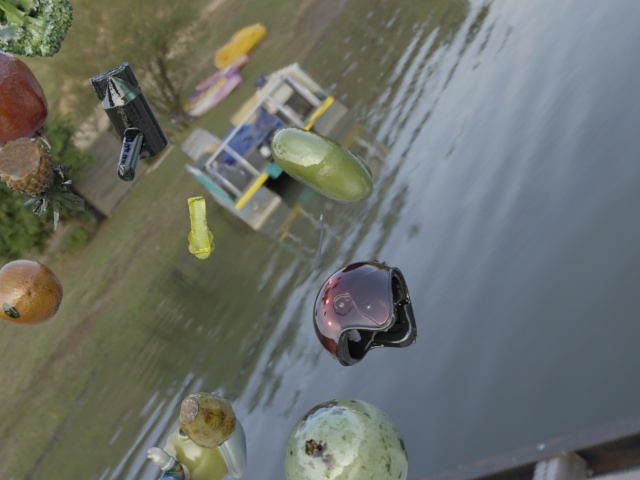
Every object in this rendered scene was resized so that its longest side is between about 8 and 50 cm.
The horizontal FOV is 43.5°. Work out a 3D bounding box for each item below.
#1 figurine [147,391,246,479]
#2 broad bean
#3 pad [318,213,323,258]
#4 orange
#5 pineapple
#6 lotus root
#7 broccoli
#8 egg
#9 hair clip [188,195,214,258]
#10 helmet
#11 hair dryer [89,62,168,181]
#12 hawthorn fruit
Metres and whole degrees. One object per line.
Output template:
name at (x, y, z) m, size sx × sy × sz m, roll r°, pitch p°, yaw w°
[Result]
figurine at (-0.315, 0.569, 1.941) m, size 0.382 × 0.205 × 0.225 m, roll -51°, pitch -30°, yaw -42°
broad bean at (0.013, -0.164, 1.788) m, size 0.238 × 0.291 × 0.119 m, roll 37°, pitch 98°, yaw 36°
pad at (0.000, 0.000, 2.386) m, size 0.188 × 0.006 × 0.113 m, roll 87°, pitch -172°, yaw -73°
orange at (-0.864, 0.156, 2.366) m, size 0.206 × 0.206 × 0.206 m, roll -45°, pitch 15°, yaw 16°
pineapple at (-0.596, -0.115, 1.712) m, size 0.277 × 0.118 × 0.130 m, roll 84°, pitch -169°, yaw -73°
lotus root at (-0.237, 0.382, 1.701) m, size 0.258 × 0.097 × 0.110 m, roll 68°, pitch -147°, yaw -70°
broccoli at (-0.604, -0.471, 1.607) m, size 0.198 × 0.176 × 0.226 m, roll -33°, pitch 51°, yaw 16°
egg at (0.058, 0.501, 1.837) m, size 0.288 × 0.287 × 0.379 m, roll -56°, pitch -20°, yaw -22°
hair clip at (-0.334, -0.032, 2.203) m, size 0.072 × 0.173 × 0.046 m, roll -11°, pitch -14°, yaw -5°
helmet at (0.084, 0.139, 1.558) m, size 0.216 × 0.193 × 0.189 m, roll -56°, pitch -27°, yaw -4°
hair dryer at (-0.491, -0.281, 2.019) m, size 0.116 × 0.244 × 0.302 m, roll -19°, pitch 37°, yaw 7°
hawthorn fruit at (-0.728, -0.306, 1.865) m, size 0.210 × 0.262 × 0.211 m, roll -22°, pitch 43°, yaw 22°
